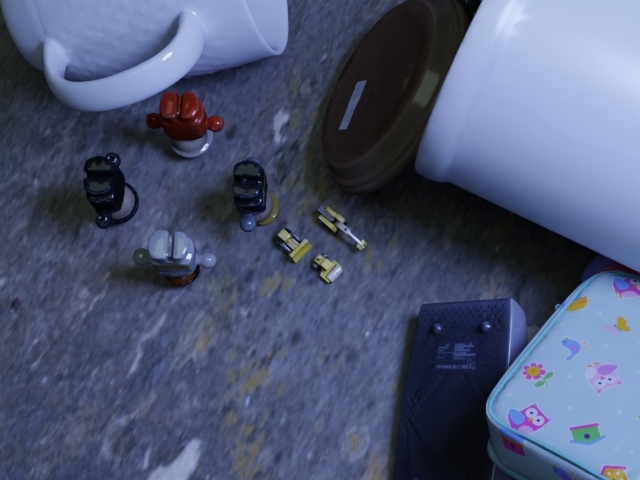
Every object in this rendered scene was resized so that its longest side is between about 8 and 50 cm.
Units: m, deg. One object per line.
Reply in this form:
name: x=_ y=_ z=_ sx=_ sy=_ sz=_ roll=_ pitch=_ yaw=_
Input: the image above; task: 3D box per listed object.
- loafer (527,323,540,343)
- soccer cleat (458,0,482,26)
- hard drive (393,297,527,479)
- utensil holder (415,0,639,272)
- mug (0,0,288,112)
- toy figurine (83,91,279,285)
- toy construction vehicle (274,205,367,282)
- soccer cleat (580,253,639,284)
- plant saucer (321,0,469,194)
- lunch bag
loafer: x=0.299 y=0.198 z=1.447 sx=0.092 sy=0.102 sz=0.268 roll=-16 pitch=48 yaw=-17
soccer cleat: x=0.201 y=-0.368 z=1.591 sx=0.109 sy=0.116 sz=0.318 roll=-12 pitch=98 yaw=18
hard drive: x=0.168 y=0.199 z=1.456 sx=0.172 sy=0.054 sz=0.254 roll=-8 pitch=68 yaw=52
utensil holder: x=0.348 y=-0.140 z=1.368 sx=0.385 sy=0.327 sz=0.327 roll=26 pitch=77 yaw=8
mug: x=-0.239 y=-0.305 z=1.585 sx=0.328 sy=0.276 sz=0.374 roll=-12 pitch=46 yaw=13
toy figurine: x=-0.180 y=-0.061 z=1.593 sx=0.213 sy=0.148 sz=0.209 roll=-44 pitch=78 yaw=-10
toy construction vehicle: x=0.000 y=0.000 z=1.600 sx=0.086 sy=0.035 sz=0.098 roll=-44 pitch=72 yaw=-8
soccer cleat: x=0.422 y=-0.013 z=1.533 sx=0.248 sy=0.083 sz=0.095 roll=-29 pitch=55 yaw=-3
plant saucer: x=0.083 y=-0.189 z=1.544 sx=0.041 sy=0.278 sz=0.278 roll=25 pitch=73 yaw=-25
lunch bag: x=0.319 y=0.163 z=1.329 sx=0.224 sy=0.108 sz=0.279 roll=23 pitch=51 yaw=35
